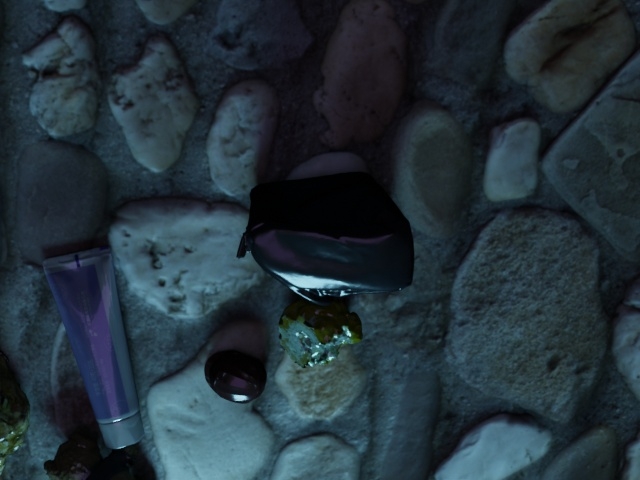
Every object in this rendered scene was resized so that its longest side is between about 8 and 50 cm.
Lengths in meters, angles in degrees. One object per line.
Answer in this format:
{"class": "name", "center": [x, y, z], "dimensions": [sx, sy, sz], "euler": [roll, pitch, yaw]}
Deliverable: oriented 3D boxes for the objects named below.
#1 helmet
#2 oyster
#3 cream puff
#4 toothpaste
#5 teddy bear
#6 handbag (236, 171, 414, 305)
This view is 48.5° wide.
{"class": "helmet", "center": [-0.163, 0.268, 1.363], "dimensions": [0.123, 0.070, 0.098], "euler": [14, 101, -11]}
{"class": "oyster", "center": [-0.641, 0.305, 1.308], "dimensions": [0.166, 0.094, 0.294], "euler": [-27, 98, 8]}
{"class": "cream puff", "center": [0.001, 0.166, 1.343], "dimensions": [0.156, 0.156, 0.121], "euler": [-33, 62, 1]}
{"class": "toothpaste", "center": [-0.408, 0.201, 1.319], "dimensions": [0.125, 0.080, 0.371], "euler": [-13, 99, -4]}
{"class": "teddy bear", "center": [-0.403, 0.475, 1.350], "dimensions": [0.251, 0.129, 0.182], "euler": [46, 58, -10]}
{"class": "handbag", "center": [0.001, 0.003, 1.213], "dimensions": [0.275, 0.302, 0.177], "euler": [-8, 110, -3]}
